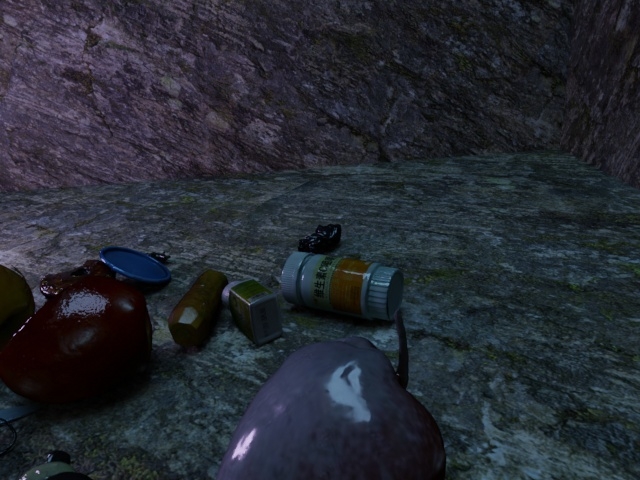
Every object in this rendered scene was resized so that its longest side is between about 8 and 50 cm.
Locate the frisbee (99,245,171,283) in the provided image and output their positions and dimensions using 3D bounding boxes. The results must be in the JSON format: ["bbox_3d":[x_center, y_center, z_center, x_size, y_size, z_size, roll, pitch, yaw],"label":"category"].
[{"bbox_3d":[-0.623,0.091,1.608,0.241,0.045,0.242,25,8,-4],"label":"frisbee"}]

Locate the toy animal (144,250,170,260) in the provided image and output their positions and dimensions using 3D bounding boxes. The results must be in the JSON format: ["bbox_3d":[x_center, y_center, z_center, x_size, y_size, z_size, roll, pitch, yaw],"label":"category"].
[{"bbox_3d":[-0.618,0.065,1.767,0.135,0.047,0.065,-10,14,4],"label":"toy animal"}]

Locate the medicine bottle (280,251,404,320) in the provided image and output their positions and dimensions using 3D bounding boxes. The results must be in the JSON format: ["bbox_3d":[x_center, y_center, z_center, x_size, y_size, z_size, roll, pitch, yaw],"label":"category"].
[{"bbox_3d":[0.062,0.125,1.328,0.317,0.158,0.158,8,26,27],"label":"medicine bottle"}]

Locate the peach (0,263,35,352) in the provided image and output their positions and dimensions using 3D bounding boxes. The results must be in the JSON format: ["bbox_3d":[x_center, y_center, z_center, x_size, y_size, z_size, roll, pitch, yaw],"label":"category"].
[{"bbox_3d":[-0.948,0.190,1.225,0.371,0.290,0.373,-2,56,3],"label":"peach"}]

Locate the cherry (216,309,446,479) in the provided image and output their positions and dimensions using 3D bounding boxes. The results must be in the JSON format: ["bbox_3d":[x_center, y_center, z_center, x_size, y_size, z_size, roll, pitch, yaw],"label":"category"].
[{"bbox_3d":[0.017,0.307,0.752,0.334,0.292,0.327,-16,39,11],"label":"cherry"}]

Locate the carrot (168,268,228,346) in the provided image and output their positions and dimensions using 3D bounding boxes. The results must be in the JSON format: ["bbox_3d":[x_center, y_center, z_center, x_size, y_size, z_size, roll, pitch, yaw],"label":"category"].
[{"bbox_3d":[-0.340,0.184,1.342,0.113,0.114,0.302,-4,20,4],"label":"carrot"}]

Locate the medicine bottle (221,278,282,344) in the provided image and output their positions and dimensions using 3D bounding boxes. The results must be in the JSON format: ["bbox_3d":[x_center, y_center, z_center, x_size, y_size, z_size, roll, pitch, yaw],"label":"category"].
[{"bbox_3d":[-0.188,0.179,1.291,0.088,0.132,0.188,-21,26,-30],"label":"medicine bottle"}]

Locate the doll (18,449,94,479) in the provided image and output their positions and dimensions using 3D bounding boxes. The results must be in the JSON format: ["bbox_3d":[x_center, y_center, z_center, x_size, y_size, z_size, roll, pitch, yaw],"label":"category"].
[{"bbox_3d":[-0.399,0.434,0.747,0.234,0.135,0.143,12,26,44],"label":"doll"}]

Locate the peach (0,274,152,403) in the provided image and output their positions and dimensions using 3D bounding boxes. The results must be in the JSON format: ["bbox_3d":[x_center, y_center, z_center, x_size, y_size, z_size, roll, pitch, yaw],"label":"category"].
[{"bbox_3d":[-0.566,0.230,1.103,0.337,0.281,0.281,-10,23,-12],"label":"peach"}]

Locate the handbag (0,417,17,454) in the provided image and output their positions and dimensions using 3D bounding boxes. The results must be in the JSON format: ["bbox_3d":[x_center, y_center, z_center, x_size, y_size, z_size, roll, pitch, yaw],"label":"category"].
[{"bbox_3d":[-0.693,0.401,0.968,0.139,0.072,0.115,14,41,-14],"label":"handbag"}]

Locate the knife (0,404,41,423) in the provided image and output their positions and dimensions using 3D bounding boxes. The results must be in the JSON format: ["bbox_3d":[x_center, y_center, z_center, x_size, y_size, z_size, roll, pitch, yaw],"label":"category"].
[{"bbox_3d":[-0.749,0.405,1.027,0.260,0.035,0.063,-16,25,-36],"label":"knife"}]

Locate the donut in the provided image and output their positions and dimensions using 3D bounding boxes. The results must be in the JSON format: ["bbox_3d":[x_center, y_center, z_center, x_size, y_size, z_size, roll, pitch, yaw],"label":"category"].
[{"bbox_3d":[-0.767,0.147,1.545,0.215,0.096,0.230,12,28,29],"label":"donut"}]

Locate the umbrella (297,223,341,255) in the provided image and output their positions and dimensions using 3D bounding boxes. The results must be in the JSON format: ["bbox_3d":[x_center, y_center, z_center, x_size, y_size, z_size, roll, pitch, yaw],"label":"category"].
[{"bbox_3d":[-0.001,0.001,1.710,0.110,0.122,0.272,43,27,0],"label":"umbrella"}]
